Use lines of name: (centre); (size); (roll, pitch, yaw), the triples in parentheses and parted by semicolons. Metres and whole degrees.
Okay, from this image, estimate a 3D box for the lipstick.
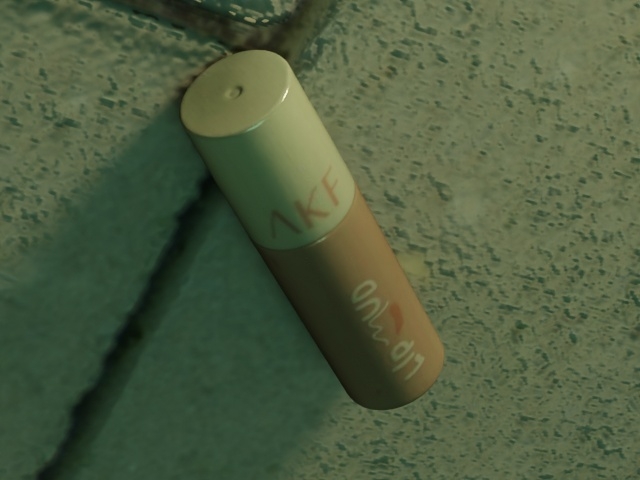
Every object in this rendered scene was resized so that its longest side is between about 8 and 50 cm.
lipstick: (0.000, 0.000, 1.122); (0.070, 0.070, 0.254); (-32, 132, -2)
